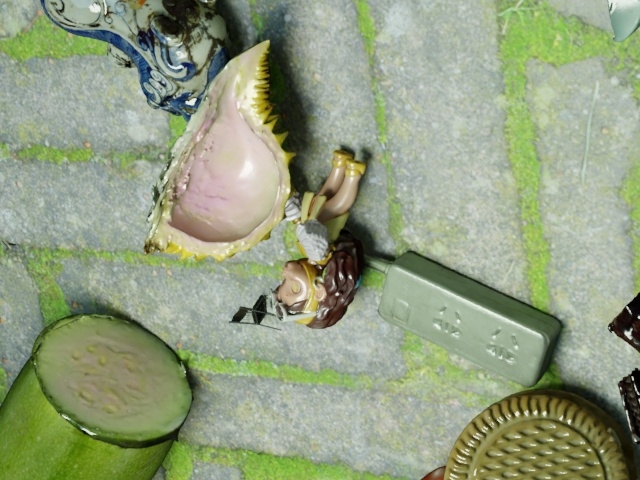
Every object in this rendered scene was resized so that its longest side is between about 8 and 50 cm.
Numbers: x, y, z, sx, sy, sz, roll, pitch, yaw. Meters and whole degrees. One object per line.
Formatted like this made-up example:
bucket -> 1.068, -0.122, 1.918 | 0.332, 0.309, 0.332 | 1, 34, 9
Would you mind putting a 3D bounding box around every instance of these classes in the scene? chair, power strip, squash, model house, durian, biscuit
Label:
chair -> -0.092, 0.101, 2.182 | 0.086, 0.037, 0.042 | 7, 131, 25
power strip -> 0.170, 0.091, 1.996 | 0.288, 0.053, 0.093 | 24, 126, 19
squash -> -0.378, 0.313, 2.346 | 0.263, 0.263, 0.384 | 40, 129, 8
model house -> 0.433, 0.147, 1.830 | 0.164, 0.141, 0.203 | -10, 89, 59
durian -> -0.126, -0.122, 1.974 | 0.185, 0.195, 0.305 | 16, 99, -19
biscuit -> 0.280, 0.312, 1.934 | 0.259, 0.259, 0.079 | 46, 173, 3

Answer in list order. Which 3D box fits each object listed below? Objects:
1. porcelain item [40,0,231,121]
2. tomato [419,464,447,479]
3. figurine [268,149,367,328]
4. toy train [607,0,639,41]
porcelain item -> -0.244, -0.287, 2.017 | 0.288, 0.138, 0.186 | 33, 146, 8
tomato -> 0.210, 0.457, 2.063 | 0.298, 0.226, 0.298 | 13, 118, 26
figurine -> 0.000, 0.002, 2.007 | 0.175, 0.116, 0.240 | -133, 45, -59
toy train -> 0.337, -0.403, 1.588 | 0.088, 0.086, 0.407 | 4, 118, 25
